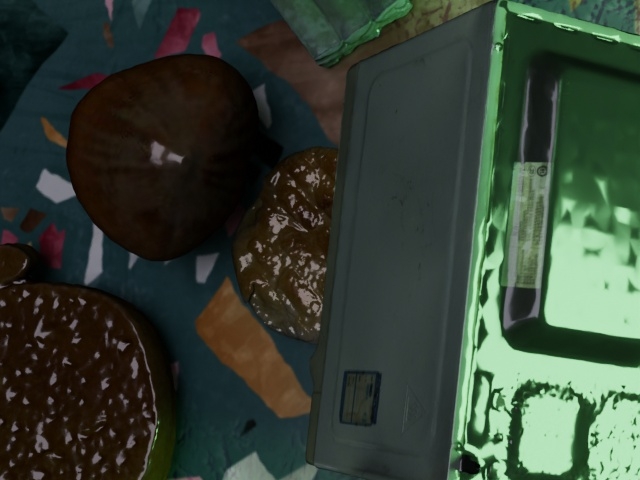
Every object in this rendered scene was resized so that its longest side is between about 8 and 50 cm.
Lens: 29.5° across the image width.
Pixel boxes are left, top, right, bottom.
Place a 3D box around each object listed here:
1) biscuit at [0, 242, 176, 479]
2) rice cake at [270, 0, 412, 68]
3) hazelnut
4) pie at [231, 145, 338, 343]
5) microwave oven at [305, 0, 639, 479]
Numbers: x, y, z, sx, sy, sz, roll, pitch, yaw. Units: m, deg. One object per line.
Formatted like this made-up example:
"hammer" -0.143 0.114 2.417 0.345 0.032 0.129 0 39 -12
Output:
"biscuit" -0.329 0.177 1.282 0.394 0.070 0.350 -1 80 22
"rice cake" -0.011 -0.282 1.226 0.124 0.038 0.211 -34 71 15
"hazelnut" -0.157 -0.091 1.179 0.186 0.210 0.210 29 94 19
"pie" 0.000 0.000 1.181 0.195 0.046 0.195 -2 83 21
"microwave oven" 0.150 0.025 0.975 0.286 0.218 0.355 169 109 -65
